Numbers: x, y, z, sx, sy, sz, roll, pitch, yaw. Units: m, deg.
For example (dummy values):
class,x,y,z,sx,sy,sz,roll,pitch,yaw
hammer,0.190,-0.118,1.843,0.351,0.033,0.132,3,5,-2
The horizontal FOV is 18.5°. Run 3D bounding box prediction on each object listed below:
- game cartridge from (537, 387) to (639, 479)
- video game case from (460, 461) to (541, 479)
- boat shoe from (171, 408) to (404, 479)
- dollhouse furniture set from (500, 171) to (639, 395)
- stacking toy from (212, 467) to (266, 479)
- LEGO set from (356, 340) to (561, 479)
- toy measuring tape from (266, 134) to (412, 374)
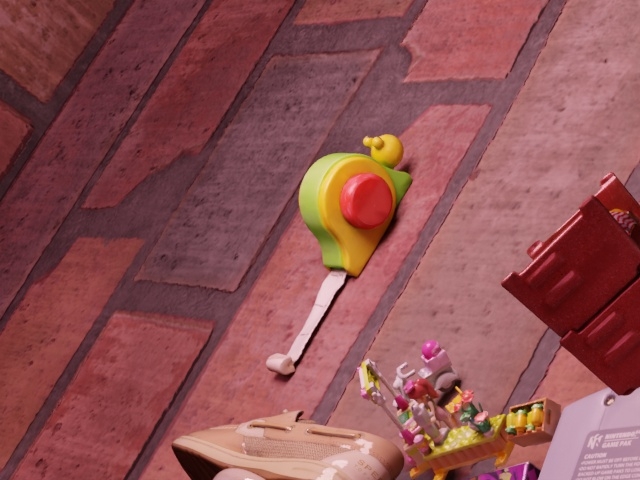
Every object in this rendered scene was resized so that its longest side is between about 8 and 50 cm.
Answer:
class,x,y,z,sx,sy,sz,roll,pitch,yaw
game cartridge,0.313,0.204,1.730,0.297,0.062,0.198,-13,40,50
video game case,0.112,0.337,1.879,0.210,0.042,0.232,-22,38,44
boat shoe,-0.036,0.249,2.150,0.110,0.122,0.341,-45,29,-26
dollhouse furniture set,0.357,-0.047,1.778,0.374,0.152,0.201,-45,-3,13
stacking toy,-0.154,0.392,2.022,0.330,0.141,0.141,-45,23,-26
LEGO set,0.119,0.162,1.963,0.132,0.107,0.287,-42,18,-12
toy measuring tape,0.000,0.000,2.394,0.121,0.121,0.330,6,61,59
